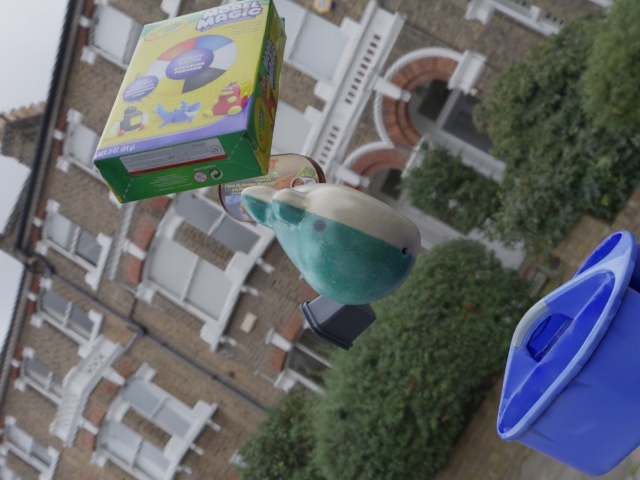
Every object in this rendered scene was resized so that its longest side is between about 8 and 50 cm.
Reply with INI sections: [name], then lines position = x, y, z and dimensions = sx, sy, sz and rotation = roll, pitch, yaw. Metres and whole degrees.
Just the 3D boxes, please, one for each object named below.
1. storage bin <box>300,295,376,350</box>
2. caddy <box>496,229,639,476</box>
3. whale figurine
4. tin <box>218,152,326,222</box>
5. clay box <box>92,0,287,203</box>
[storage bin]
position = 0.039, 0.139, 1.409
dimensions = 0.091, 0.098, 0.135
rotation = -41, -41, 12
[caddy]
position = 0.348, 0.145, 0.959
dimensions = 0.241, 0.179, 0.341
rotation = -53, -11, -49
[whale figurine]
position = 0.000, 0.000, 0.983
dimensions = 0.216, 0.272, 0.141
rotation = 26, -97, -51
[tin]
position = -0.078, -0.085, 1.169
dimensions = 0.040, 0.190, 0.106
rotation = -15, -78, -62
[clay box]
position = -0.100, -0.134, 0.616
dimensions = 0.053, 0.127, 0.222
rotation = 67, -161, -45
